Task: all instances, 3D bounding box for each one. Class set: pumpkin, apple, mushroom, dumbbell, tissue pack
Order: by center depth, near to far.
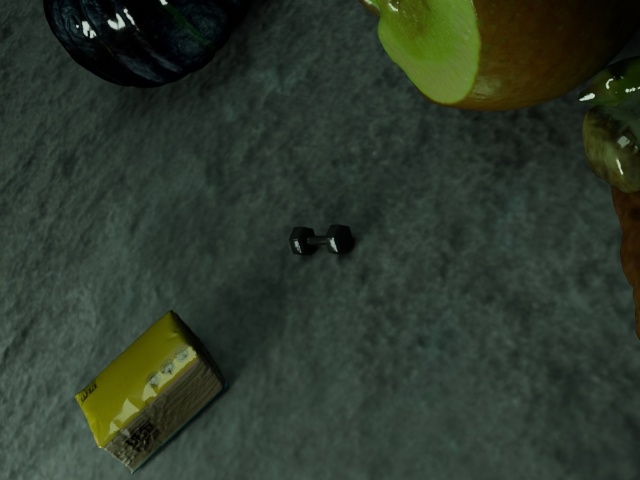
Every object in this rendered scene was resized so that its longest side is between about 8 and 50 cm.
[{"bbox_3d":[0.385,-0.149,1.207,0.333,0.087,0.107,-32,40,12],"label":"mushroom"},{"bbox_3d":[0.185,-0.326,1.551,0.374,0.384,0.374,-42,42,53],"label":"apple"},{"bbox_3d":[-0.211,0.183,1.683,0.169,0.082,0.120,-43,38,2],"label":"tissue pack"},{"bbox_3d":[0.000,0.000,1.699,0.083,0.040,0.036,-3,22,40],"label":"dumbbell"},{"bbox_3d":[-0.266,-0.411,2.114,0.363,0.266,0.363,-25,46,28],"label":"pumpkin"}]

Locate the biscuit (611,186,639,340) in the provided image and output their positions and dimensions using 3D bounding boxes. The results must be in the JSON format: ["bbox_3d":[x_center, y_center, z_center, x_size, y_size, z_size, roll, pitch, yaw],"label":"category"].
[{"bbox_3d":[0.459,-0.037,1.237,0.395,0.166,0.342,-23,42,26],"label":"biscuit"}]

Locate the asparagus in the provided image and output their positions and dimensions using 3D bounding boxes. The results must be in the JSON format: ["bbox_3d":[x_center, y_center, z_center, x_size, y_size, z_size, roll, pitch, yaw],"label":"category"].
[{"bbox_3d":[0.435,-0.185,1.455,0.343,0.082,0.085,-7,33,44],"label":"asparagus"}]
